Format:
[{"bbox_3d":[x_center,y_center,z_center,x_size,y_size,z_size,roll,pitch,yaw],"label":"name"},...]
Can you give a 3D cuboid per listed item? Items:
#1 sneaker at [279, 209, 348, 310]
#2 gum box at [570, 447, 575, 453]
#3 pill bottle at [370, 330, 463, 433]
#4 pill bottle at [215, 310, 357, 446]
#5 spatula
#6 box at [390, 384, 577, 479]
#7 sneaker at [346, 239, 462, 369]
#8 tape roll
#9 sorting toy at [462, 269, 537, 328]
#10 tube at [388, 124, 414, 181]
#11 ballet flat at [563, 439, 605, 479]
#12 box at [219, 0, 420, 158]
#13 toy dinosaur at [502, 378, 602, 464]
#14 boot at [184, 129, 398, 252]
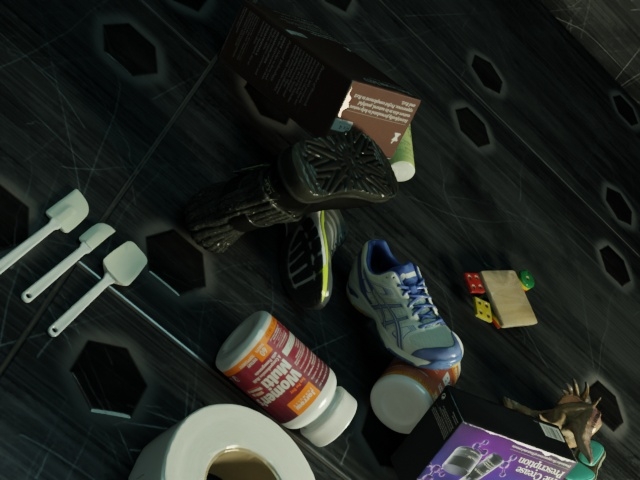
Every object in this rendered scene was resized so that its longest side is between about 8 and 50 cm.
[{"bbox_3d":[0.000,0.000,1.958,0.121,0.111,0.299,28,46,-36],"label":"sneaker"},{"bbox_3d":[0.508,0.525,2.138,0.157,0.041,0.184,57,36,5],"label":"gum box"},{"bbox_3d":[0.185,0.248,1.943,0.121,0.121,0.216,51,37,-4],"label":"pill bottle"},{"bbox_3d":[-0.052,0.226,1.706,0.221,0.121,0.121,43,38,-13],"label":"pill bottle"},{"bbox_3d":[-0.376,0.034,1.595,0.168,0.019,0.242,49,37,-8],"label":"spatula"},{"bbox_3d":[0.285,0.385,1.853,0.261,0.184,0.103,22,27,-25],"label":"box"},{"bbox_3d":[0.149,0.112,1.914,0.112,0.130,0.296,-14,41,-36],"label":"sneaker"},{"bbox_3d":[-0.134,0.381,1.512,0.286,0.100,0.286,27,45,-31],"label":"tape roll"},{"bbox_3d":[0.394,0.134,2.321,0.275,0.046,0.132,1,61,-47],"label":"sorting toy"},{"bbox_3d":[0.172,-0.236,2.371,0.070,0.062,0.240,77,9,-45],"label":"tube"},{"bbox_3d":[0.512,0.462,2.097,0.072,0.068,0.213,30,24,22],"label":"ballet flat"},{"bbox_3d":[-0.009,-0.312,2.033,0.191,0.143,0.381,7,28,-44],"label":"box"},{"bbox_3d":[0.502,0.359,2.112,0.200,0.296,0.127,-13,93,-13],"label":"toy dinosaur"},{"bbox_3d":[-0.048,-0.083,1.845,0.348,0.260,0.131,-2,69,-54],"label":"boot"}]
